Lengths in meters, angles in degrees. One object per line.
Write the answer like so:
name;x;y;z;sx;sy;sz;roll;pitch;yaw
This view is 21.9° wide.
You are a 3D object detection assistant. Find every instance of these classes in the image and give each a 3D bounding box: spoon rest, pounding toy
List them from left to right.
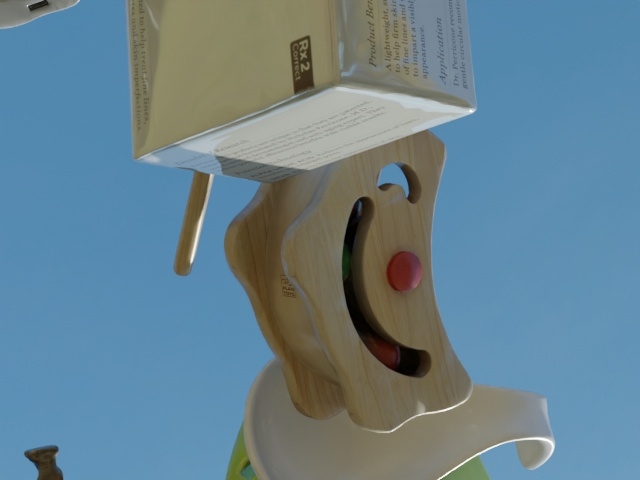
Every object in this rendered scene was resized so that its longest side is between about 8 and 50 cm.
pounding toy;0.000;0.000;1.162;0.155;0.154;0.269;6;-54;50
spoon rest;0.068;0.140;1.238;0.084;0.276;0.137;-37;-121;52

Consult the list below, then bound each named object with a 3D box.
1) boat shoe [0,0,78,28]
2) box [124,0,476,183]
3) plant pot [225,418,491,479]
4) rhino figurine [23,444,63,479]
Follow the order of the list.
boat shoe;-0.255;-0.213;1.429;0.100;0.035;0.035;-16;-41;7
box;-0.018;-0.144;0.976;0.182;0.119;0.181;-16;-107;44
plant pot;0.031;0.302;1.481;0.228;0.207;0.227;-3;-49;28
rhino figurine;-0.306;0.246;1.420;0.243;0.073;0.106;-15;-96;26
